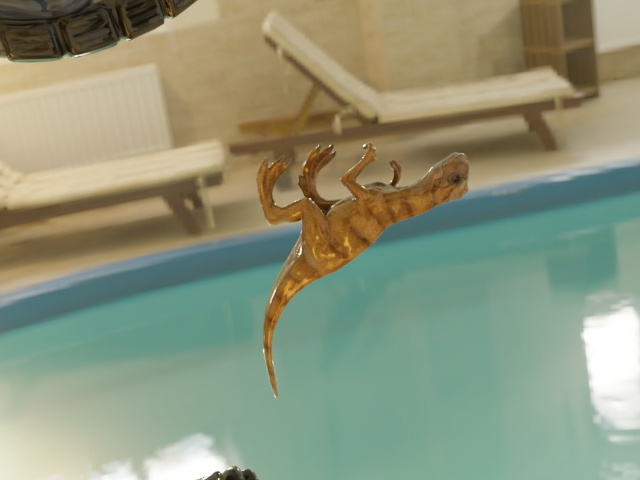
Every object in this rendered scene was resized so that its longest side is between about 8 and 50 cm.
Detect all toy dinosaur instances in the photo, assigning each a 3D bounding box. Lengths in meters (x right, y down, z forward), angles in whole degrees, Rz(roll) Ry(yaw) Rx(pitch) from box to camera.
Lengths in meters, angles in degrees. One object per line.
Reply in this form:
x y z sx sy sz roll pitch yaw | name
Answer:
0.000 0.000 0.768 0.211 0.112 0.064 -41 -22 23 | toy dinosaur

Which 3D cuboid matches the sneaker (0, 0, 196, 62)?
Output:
-0.179 -0.117 0.491 0.297 0.111 0.129 -12 12 -4 | sneaker

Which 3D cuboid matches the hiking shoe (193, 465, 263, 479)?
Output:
-0.098 0.169 0.423 0.113 0.132 0.304 48 14 24 | hiking shoe
